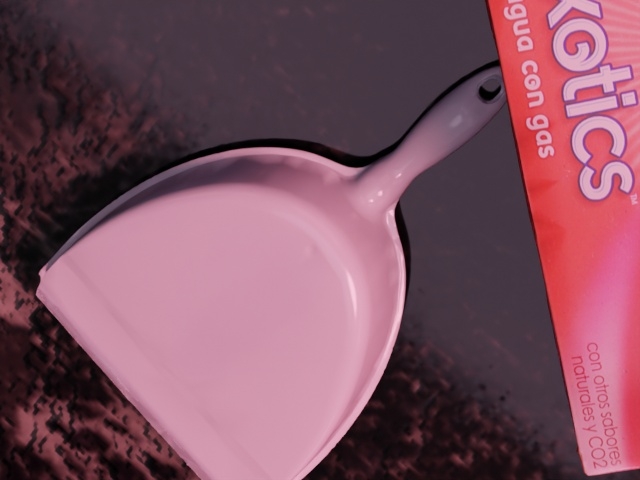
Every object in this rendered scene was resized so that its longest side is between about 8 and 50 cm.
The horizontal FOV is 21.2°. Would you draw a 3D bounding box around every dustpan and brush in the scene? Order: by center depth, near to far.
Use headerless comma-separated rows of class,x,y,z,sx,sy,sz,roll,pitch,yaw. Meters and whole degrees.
dustpan and brush,0.000,0.000,0.735,0.211,0.060,0.147,-41,92,22

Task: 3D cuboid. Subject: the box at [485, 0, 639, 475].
box,0.137,-0.085,0.639,0.142,0.154,0.300,-11,102,10
